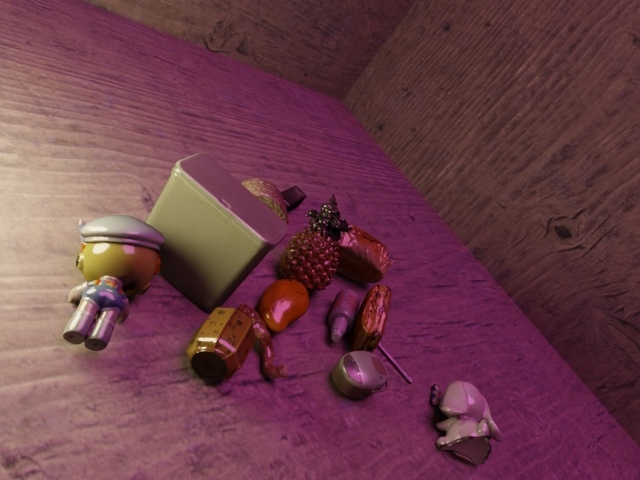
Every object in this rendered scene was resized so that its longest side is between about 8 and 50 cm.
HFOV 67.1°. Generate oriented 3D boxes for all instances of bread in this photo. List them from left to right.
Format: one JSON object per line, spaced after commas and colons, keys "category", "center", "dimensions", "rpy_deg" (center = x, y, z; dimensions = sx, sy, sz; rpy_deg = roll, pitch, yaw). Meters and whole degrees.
{"category": "bread", "center": [0.121, 0.043, 2.081], "dimensions": [0.389, 0.236, 0.183], "rpy_deg": [35, 43, -29]}
{"category": "bread", "center": [0.179, 0.294, 1.782], "dimensions": [0.099, 0.210, 0.235], "rpy_deg": [19, 49, -1]}

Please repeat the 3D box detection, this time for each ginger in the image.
{"category": "ginger", "center": [-0.180, 0.302, 1.471], "dimensions": [0.288, 0.075, 0.089], "rpy_deg": [57, 3, 37]}

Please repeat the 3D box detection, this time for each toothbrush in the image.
{"category": "toothbrush", "center": [0.238, 0.412, 1.883], "dimensions": [0.354, 0.029, 0.024], "rpy_deg": [49, 43, 13]}

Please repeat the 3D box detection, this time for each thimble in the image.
{"category": "thimble", "center": [-0.233, -0.125, 1.886], "dimensions": [0.229, 0.196, 0.148], "rpy_deg": [25, 30, -25]}

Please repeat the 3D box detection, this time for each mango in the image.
{"category": "mango", "center": [-0.121, 0.210, 1.631], "dimensions": [0.157, 0.109, 0.262], "rpy_deg": [37, 25, -1]}

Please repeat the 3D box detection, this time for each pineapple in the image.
{"category": "pineapple", "center": [0.001, 0.001, 1.814], "dimensions": [0.223, 0.357, 0.223], "rpy_deg": [26, 5, -3]}

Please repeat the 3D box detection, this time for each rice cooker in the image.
{"category": "rice cooker", "center": [0.132, 0.446, 1.601], "dimensions": [0.206, 0.127, 0.145], "rpy_deg": [19, 36, -42]}

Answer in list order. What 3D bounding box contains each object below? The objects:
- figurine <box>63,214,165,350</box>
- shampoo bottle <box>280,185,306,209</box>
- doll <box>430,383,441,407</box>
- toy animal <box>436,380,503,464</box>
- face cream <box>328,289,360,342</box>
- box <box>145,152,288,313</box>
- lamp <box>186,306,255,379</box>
{"category": "figurine", "center": [-0.510, 0.093, 1.232], "dimensions": [0.224, 0.205, 0.382], "rpy_deg": [14, 46, -31]}
{"category": "shampoo bottle", "center": [-0.153, -0.177, 2.187], "dimensions": [0.080, 0.079, 0.246], "rpy_deg": [42, 28, 5]}
{"category": "doll", "center": [0.446, 0.602, 1.873], "dimensions": [0.037, 0.027, 0.125], "rpy_deg": [47, 27, -4]}
{"category": "toy animal", "center": [0.523, 0.644, 1.751], "dimensions": [0.249, 0.174, 0.289], "rpy_deg": [19, 36, -37]}
{"category": "face cream", "center": [0.080, 0.285, 1.789], "dimensions": [0.101, 0.101, 0.251], "rpy_deg": [38, 28, -6]}
{"category": "box", "center": [-0.334, -0.013, 1.438], "dimensions": [0.352, 0.344, 0.177], "rpy_deg": [40, 29, -2]}
{"category": "lamp", "center": [-0.267, 0.278, 1.311], "dimensions": [0.161, 0.161, 0.185], "rpy_deg": [37, 32, -8]}
